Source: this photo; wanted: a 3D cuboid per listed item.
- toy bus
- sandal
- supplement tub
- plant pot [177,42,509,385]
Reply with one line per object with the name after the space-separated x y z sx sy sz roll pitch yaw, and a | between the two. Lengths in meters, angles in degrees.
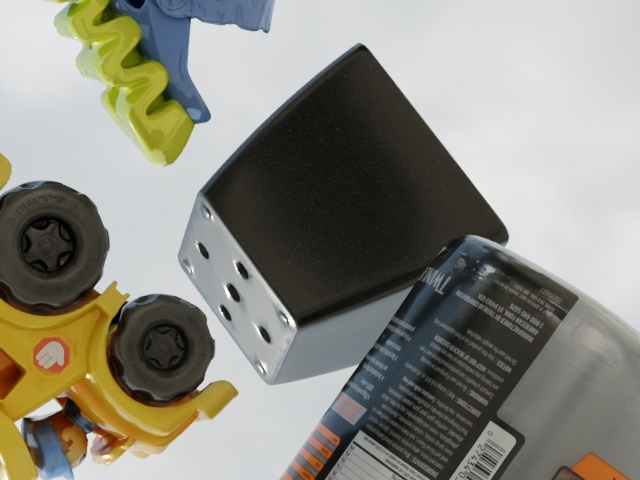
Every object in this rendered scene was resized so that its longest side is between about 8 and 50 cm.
-0.193 0.084 1.218 0.220 0.149 0.211 44 -109 -13 | toy bus
-0.137 -0.212 1.312 0.138 0.126 0.317 -33 -67 -8 | sandal
0.075 0.184 1.240 0.207 0.207 0.338 36 -93 -20 | supplement tub
0.000 0.000 1.487 0.167 0.188 0.187 -31 -105 -22 | plant pot
